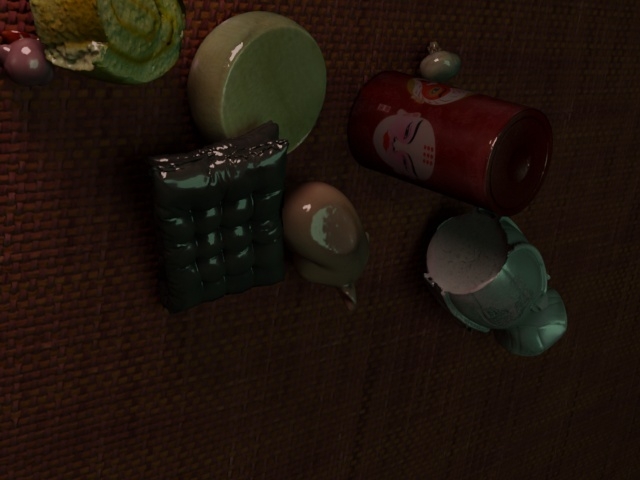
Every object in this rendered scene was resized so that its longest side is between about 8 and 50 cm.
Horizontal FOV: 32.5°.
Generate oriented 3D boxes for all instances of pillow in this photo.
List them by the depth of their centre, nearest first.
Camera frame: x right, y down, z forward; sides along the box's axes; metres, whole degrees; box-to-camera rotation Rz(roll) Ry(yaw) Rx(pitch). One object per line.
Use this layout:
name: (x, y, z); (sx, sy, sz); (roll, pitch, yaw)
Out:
pillow: (-0.160, -0.028, 1.793); (0.228, 0.101, 0.326); (-15, 133, -17)

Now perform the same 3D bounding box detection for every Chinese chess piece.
Chinese chess piece: (-0.104, -0.254, 1.820); (0.250, 0.101, 0.250); (-22, 123, -38)

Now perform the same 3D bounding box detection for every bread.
bread: (-0.295, -0.311, 1.555); (0.257, 0.124, 0.185); (16, 82, -63)

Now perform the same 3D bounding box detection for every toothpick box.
toothpick box: (0.237, -0.186, 2.042); (0.204, 0.333, 0.204); (-21, 122, -39)

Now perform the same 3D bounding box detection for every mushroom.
mushroom: (0.233, -0.356, 2.172); (0.085, 0.085, 0.079); (1, 64, -47)

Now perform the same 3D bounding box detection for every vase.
vase: (0.400, 0.108, 2.444); (0.250, 0.250, 0.445); (-60, 144, -8)

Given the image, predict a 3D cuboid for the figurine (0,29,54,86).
figurine: (-0.409, -0.250, 1.524); (0.083, 0.067, 0.071); (11, 79, -33)

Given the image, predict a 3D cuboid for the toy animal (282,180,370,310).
toy animal: (0.010, -0.007, 2.020); (0.166, 0.154, 0.250); (-60, 142, -20)
